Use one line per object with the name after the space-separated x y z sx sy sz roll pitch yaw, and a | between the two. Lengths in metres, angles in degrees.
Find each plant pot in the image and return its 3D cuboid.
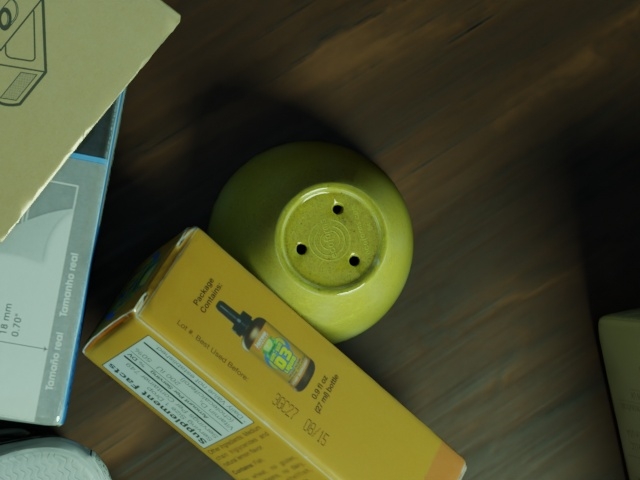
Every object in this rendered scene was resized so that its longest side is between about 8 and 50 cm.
0.000 0.000 0.968 0.134 0.095 0.134 0 87 -8 | plant pot

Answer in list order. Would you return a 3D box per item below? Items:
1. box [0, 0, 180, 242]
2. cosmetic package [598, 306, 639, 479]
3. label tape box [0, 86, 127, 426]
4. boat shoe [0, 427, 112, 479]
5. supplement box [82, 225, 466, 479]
-0.205 -0.123 0.859 0.201 0.021 0.164 39 89 -9 | box
0.346 0.245 0.977 0.230 0.161 0.453 -13 90 -8 | cosmetic package
-0.295 -0.034 0.921 0.334 0.106 0.240 10 86 -8 | label tape box
-0.287 0.187 0.908 0.335 0.119 0.121 -9 93 -15 | boat shoe
-0.026 0.101 0.943 0.233 0.080 0.078 43 50 -15 | supplement box
